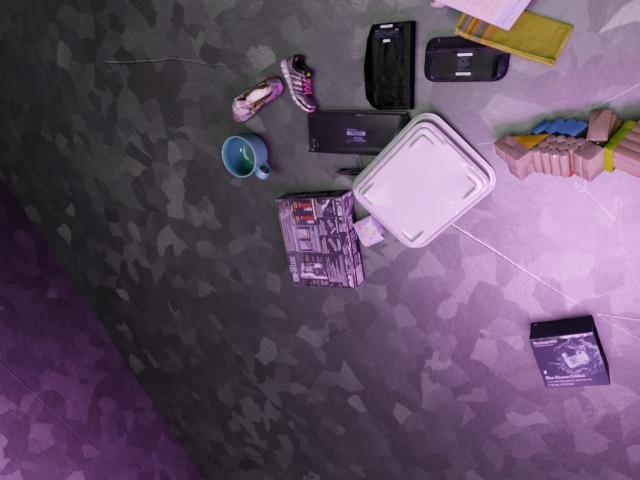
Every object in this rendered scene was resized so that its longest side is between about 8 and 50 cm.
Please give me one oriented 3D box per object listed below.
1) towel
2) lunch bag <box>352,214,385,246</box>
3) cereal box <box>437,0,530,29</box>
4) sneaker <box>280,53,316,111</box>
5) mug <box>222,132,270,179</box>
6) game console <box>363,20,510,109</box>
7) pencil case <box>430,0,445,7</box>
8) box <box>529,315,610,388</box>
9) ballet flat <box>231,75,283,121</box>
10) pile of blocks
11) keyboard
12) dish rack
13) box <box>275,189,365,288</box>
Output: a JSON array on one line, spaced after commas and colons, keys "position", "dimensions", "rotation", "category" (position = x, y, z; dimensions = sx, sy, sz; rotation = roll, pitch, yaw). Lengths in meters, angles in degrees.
[{"position": [0.432, -0.477, 1.026], "dimensions": [0.237, 0.021, 0.102], "rotation": [27, 92, 16], "category": "towel"}, {"position": [0.150, -0.030, 1.380], "dimensions": [0.071, 0.053, 0.083], "rotation": [-28, 86, 32], "category": "lunch bag"}, {"position": [0.334, -0.546, 0.914], "dimensions": [0.240, 0.047, 0.173], "rotation": [11, 141, -19], "category": "cereal box"}, {"position": [-0.050, -0.454, 1.300], "dimensions": [0.074, 0.063, 0.170], "rotation": [-22, 94, 40], "category": "sneaker"}, {"position": [-0.229, -0.264, 1.460], "dimensions": [0.129, 0.097, 0.158], "rotation": [-12, 105, 32], "category": "mug"}, {"position": [0.280, -0.436, 1.142], "dimensions": [0.361, 0.044, 0.213], "rotation": [9, 116, 26], "category": "game console"}, {"position": [0.364, -0.676, 0.917], "dimensions": [0.410, 0.159, 0.184], "rotation": [-34, 66, 34], "category": "pencil case"}, {"position": [0.662, 0.299, 1.215], "dimensions": [0.156, 0.093, 0.158], "rotation": [-17, 100, 33], "category": "box"}, {"position": [-0.211, -0.429, 1.390], "dimensions": [0.221, 0.079, 0.077], "rotation": [-21, 100, 34], "category": "ballet flat"}, {"position": [0.596, -0.204, 1.045], "dimensions": [0.362, 0.149, 0.112], "rotation": [10, 159, 35], "category": "pile of blocks"}, {"position": [0.108, -0.271, 1.314], "dimensions": [0.317, 0.033, 0.202], "rotation": [9, 114, 26], "category": "keyboard"}, {"position": [0.266, -0.142, 1.236], "dimensions": [0.285, 0.072, 0.333], "rotation": [43, 124, -3], "category": "dish rack"}, {"position": [0.000, 0.000, 1.459], "dimensions": [0.242, 0.076, 0.308], "rotation": [-1, 110, 29], "category": "box"}]
